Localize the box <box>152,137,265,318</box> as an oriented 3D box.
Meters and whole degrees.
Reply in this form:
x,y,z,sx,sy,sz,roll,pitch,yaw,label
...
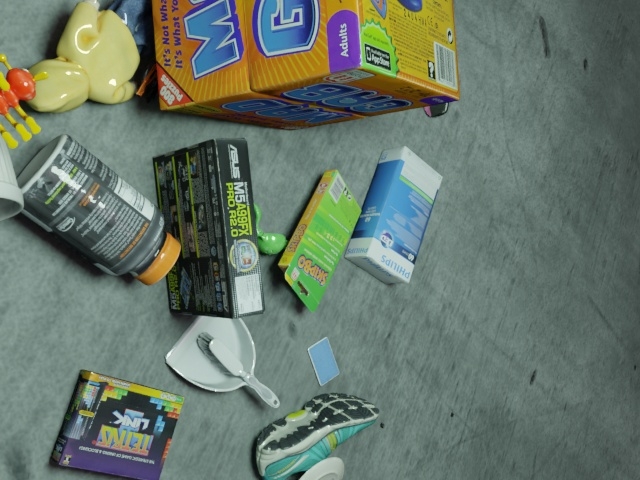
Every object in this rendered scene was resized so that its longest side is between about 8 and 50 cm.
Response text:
x,y,z,sx,sy,sz,roll,pitch,yaw,label
-0.183,-0.016,1.108,0.060,0.216,0.270,-7,92,-37,box

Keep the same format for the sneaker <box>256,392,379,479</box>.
x,y,z,sx,sy,sz,roll,pitch,yaw,label
-0.007,0.373,1.325,0.275,0.107,0.110,-16,117,-34,sneaker

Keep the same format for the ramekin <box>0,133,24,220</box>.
x,y,z,sx,sy,sz,roll,pitch,yaw,label
-0.492,-0.082,0.875,0.207,0.207,0.109,-6,81,-39,ramekin

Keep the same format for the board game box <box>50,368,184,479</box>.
x,y,z,sx,sy,sz,roll,pitch,yaw,label
-0.315,0.293,1.093,0.170,0.048,0.141,25,71,-35,board game box

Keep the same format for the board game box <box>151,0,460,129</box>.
x,y,z,sx,sy,sz,roll,pitch,yaw,label
-0.018,-0.391,1.110,0.356,0.356,0.357,-5,91,-58,board game box

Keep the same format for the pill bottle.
x,y,z,sx,sy,sz,roll,pitch,yaw,label
-0.328,-0.034,1.046,0.245,0.130,0.131,43,63,-29,pill bottle

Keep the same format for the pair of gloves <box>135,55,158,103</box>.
x,y,z,sx,sy,sz,roll,pitch,yaw,label
-0.274,-0.263,1.135,0.010,0.083,0.074,30,90,3,pair of gloves

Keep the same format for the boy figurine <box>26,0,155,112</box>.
x,y,z,sx,sy,sz,roll,pitch,yaw,label
-0.337,-0.284,1.075,0.285,0.092,0.177,-53,144,-24,boy figurine

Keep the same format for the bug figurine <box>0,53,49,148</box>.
x,y,z,sx,sy,sz,roll,pitch,yaw,label
-0.432,-0.204,0.735,0.216,0.072,0.279,-36,139,-18,bug figurine

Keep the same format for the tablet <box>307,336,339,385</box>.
x,y,z,sx,sy,sz,roll,pitch,yaw,label
0.006,0.240,1.381,0.054,0.006,0.083,-27,104,-36,tablet

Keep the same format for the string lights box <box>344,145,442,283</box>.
x,y,z,sx,sy,sz,roll,pitch,yaw,label
0.159,-0.053,1.474,0.133,0.076,0.260,34,68,-32,string lights box

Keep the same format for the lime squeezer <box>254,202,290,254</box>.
x,y,z,sx,sy,sz,roll,pitch,yaw,label
-0.103,-0.045,1.276,0.310,0.058,0.110,46,62,-27,lime squeezer

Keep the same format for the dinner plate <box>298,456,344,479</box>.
x,y,z,sx,sy,sz,roll,pitch,yaw,label
-0.005,0.471,1.313,0.141,0.017,0.141,-27,134,-32,dinner plate

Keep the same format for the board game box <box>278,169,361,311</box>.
x,y,z,sx,sy,sz,roll,pitch,yaw,label
0.000,0.000,1.334,0.124,0.039,0.260,56,46,-40,board game box

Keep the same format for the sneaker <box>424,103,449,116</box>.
x,y,z,sx,sy,sz,roll,pitch,yaw,label
0.274,-0.375,1.591,0.077,0.071,0.178,-14,102,-49,sneaker

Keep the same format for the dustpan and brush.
x,y,z,sx,sy,sz,roll,pitch,yaw,label
-0.150,0.224,1.221,0.211,0.060,0.147,51,59,-25,dustpan and brush
